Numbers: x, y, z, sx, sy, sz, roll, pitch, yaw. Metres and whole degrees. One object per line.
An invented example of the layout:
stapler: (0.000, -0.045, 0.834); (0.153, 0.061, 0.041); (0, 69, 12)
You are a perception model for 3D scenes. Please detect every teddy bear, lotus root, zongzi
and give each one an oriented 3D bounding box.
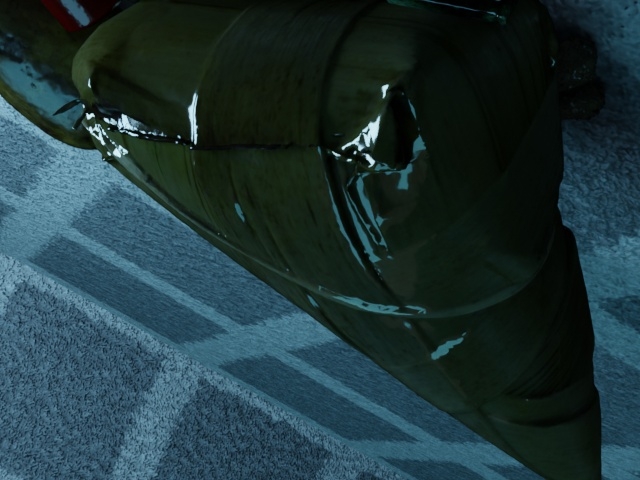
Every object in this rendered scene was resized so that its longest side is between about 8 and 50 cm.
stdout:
teddy bear: (0.146, -0.123, 0.904); (0.160, 0.078, 0.119); (15, 162, 28)
lotus root: (-0.271, -0.195, 1.128); (0.314, 0.141, 0.169); (40, -161, -21)
zongzi: (-0.014, 0.013, 0.954); (0.500, 0.218, 0.467); (13, 130, 40)

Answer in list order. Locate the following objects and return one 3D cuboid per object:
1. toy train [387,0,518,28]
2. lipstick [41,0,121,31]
toy train: (0.003, -0.239, 0.687); (0.330, 0.138, 0.178); (16, 161, 23)
lipstick: (-0.270, -0.291, 0.966); (0.080, 0.080, 0.241); (6, 146, 46)
